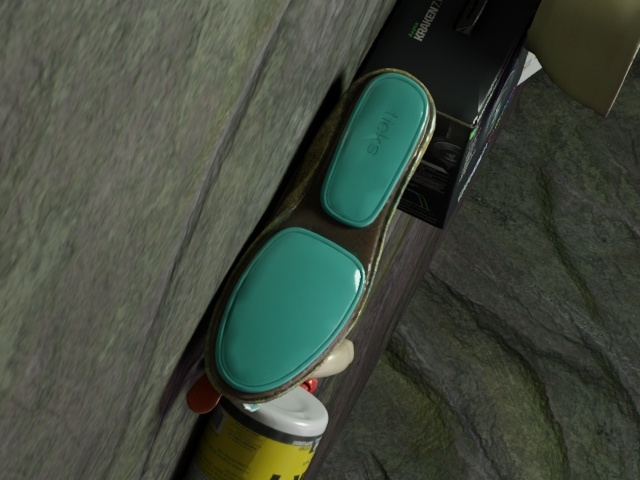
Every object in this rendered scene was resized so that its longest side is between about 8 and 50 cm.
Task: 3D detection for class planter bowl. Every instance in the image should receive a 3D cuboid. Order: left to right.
[{"bbox_3d":[0.274,-0.219,1.285,0.162,0.109,0.162,24,90,-82],"label":"planter bowl"}]

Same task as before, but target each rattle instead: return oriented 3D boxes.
[{"bbox_3d":[-0.050,0.076,1.197,0.200,0.130,0.142,-4,112,-53],"label":"rattle"}]

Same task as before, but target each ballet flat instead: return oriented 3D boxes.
[{"bbox_3d":[0.000,0.000,1.172,0.348,0.123,0.123,-62,171,-15],"label":"ballet flat"}]

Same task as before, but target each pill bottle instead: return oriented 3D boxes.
[{"bbox_3d":[-0.083,0.254,1.350,0.208,0.119,0.119,-66,171,14],"label":"pill bottle"}]

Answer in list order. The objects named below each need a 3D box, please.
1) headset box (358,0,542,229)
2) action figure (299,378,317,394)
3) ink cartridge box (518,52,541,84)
[{"bbox_3d":[0.143,-0.189,1.385,0.246,0.131,0.283,-62,171,-21],"label":"headset box"},{"bbox_3d":[-0.075,0.294,1.630,0.280,0.091,0.139,-57,163,-35],"label":"action figure"},{"bbox_3d":[0.235,-0.248,1.698,0.239,0.060,0.275,-39,170,-3],"label":"ink cartridge box"}]
